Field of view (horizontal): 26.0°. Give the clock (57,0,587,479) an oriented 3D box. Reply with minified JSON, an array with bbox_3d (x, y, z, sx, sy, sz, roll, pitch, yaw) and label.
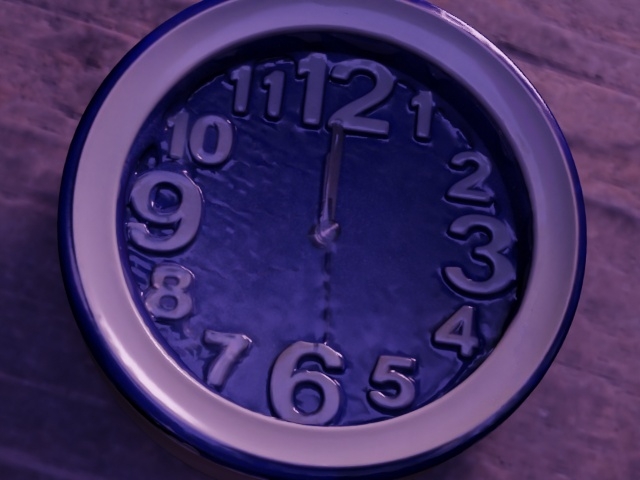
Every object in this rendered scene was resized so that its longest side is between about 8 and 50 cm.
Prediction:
[{"bbox_3d":[0.000,0.000,0.626,0.230,0.083,0.230,2,70,-4],"label":"clock"}]
